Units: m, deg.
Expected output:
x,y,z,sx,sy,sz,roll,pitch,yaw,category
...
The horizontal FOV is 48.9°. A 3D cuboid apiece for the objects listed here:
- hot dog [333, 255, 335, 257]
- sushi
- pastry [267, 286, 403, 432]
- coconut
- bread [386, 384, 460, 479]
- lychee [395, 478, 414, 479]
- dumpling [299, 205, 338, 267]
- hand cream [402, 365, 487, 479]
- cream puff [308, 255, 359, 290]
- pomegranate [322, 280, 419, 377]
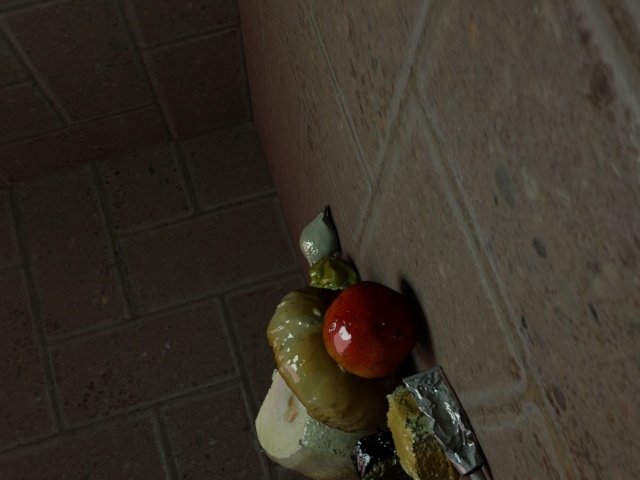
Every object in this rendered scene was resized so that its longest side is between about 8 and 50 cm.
x,y,z,sx,sy,sz,roll,pitch,yaw,category
0.057,0.168,2.492,0.100,0.068,0.249,35,145,59,hot dog
0.190,0.546,1.798,0.115,0.213,0.147,51,136,50,sushi
0.052,0.290,1.802,0.409,0.245,0.409,47,-164,-18,pastry
0.039,0.531,2.116,0.404,0.405,0.404,163,90,-83,coconut
0.222,0.417,1.532,0.245,0.121,0.174,-115,18,-74,bread
0.196,0.662,1.922,0.188,0.188,0.188,163,90,-83,lychee
0.000,0.004,2.357,0.166,0.126,0.215,-22,-87,-81,dumpling
0.250,0.360,1.369,0.050,0.084,0.256,70,175,-57,hand cream
0.034,0.137,2.188,0.221,0.195,0.194,138,115,-78,cream puff
0.105,0.200,1.537,0.235,0.210,0.210,115,141,-53,pomegranate
